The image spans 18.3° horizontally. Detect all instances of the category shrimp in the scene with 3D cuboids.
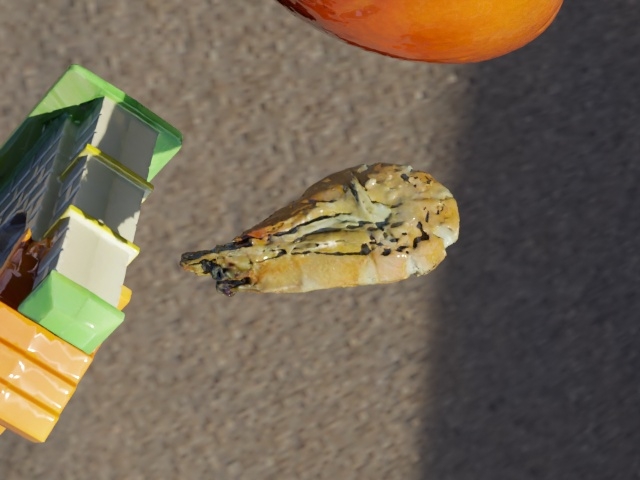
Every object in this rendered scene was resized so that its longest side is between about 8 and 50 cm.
[{"bbox_3d":[0.000,0.000,1.289,0.043,0.184,0.091,85,167,-59],"label":"shrimp"}]

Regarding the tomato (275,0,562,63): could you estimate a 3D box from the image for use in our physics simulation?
[{"bbox_3d":[0.035,-0.195,0.875,0.180,0.260,0.260,5,105,11],"label":"tomato"}]

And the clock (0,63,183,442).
[{"bbox_3d":[-0.218,0.032,1.455,0.106,0.255,0.220,34,123,-19],"label":"clock"}]
